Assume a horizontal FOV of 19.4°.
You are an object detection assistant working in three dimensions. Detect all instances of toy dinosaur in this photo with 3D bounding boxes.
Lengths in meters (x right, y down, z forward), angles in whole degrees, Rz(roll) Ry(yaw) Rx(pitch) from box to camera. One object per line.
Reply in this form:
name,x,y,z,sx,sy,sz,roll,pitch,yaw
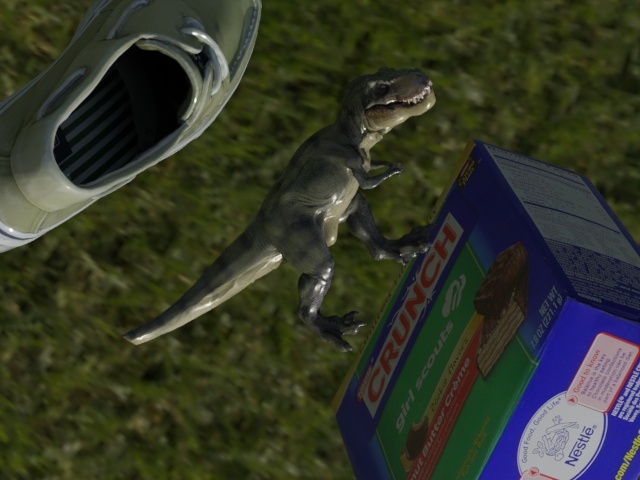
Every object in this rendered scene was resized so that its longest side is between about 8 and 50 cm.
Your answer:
toy dinosaur,0.000,0.000,1.238,0.118,0.064,0.268,39,105,-18

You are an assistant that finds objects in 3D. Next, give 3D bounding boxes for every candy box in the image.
candy box,0.134,0.103,1.400,0.122,0.317,0.268,21,108,-15

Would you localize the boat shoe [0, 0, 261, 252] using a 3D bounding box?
boat shoe,-0.102,-0.087,1.102,0.109,0.094,0.302,62,39,-21
